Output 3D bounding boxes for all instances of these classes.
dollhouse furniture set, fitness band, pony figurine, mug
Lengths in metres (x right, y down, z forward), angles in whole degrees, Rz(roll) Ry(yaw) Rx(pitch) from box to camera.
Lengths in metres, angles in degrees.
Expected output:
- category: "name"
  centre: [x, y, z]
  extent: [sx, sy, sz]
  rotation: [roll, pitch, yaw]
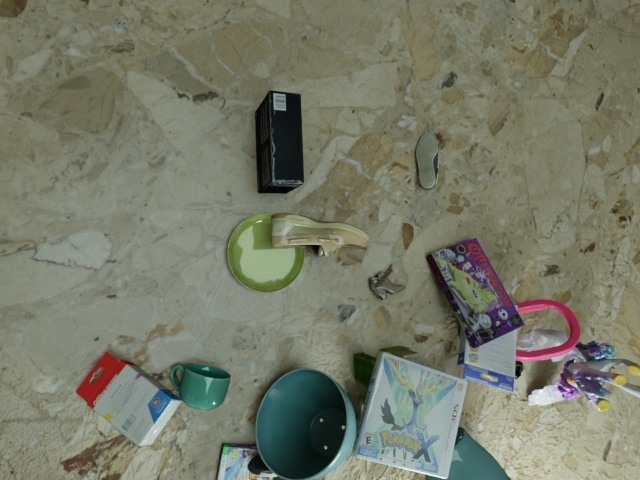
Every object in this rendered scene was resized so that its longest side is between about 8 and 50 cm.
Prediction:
- category: "dollhouse furniture set"
  centre: [0.231, 0.508, 1.427]
  extent: [0.198, 0.151, 0.301]
  rotation: [-3, 88, -21]
- category: "fitness band"
  centre: [0.773, 0.324, 1.612]
  extent: [0.291, 0.054, 0.208]
  rotation: [-14, 57, 7]
- category: "pony figurine"
  centre: [0.948, 0.482, 1.632]
  extent: [0.351, 0.363, 0.302]
  rotation: [-8, 97, -5]
- category: "mug"
  centre: [-0.333, 0.407, 1.245]
  extent: [0.130, 0.158, 0.097]
  rotation: [20, 82, -44]

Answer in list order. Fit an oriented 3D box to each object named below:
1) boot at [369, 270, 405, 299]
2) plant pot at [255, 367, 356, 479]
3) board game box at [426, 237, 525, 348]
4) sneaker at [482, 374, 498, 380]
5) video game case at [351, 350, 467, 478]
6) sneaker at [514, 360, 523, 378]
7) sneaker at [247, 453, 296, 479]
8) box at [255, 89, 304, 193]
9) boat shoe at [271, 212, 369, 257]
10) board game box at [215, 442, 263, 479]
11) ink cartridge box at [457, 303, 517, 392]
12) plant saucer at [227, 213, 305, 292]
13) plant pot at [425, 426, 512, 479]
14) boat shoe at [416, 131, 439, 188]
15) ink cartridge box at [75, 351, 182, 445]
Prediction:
- category: "boot"
  centre: [0.223, 0.144, 1.507]
  extent: [0.119, 0.042, 0.086]
  rotation: [-23, 87, -27]
- category: "plant pot"
  centre: [-0.013, 0.539, 1.294]
  extent: [0.290, 0.290, 0.195]
  rotation: [-61, 141, -13]
- category: "board game box"
  centre: [0.536, 0.174, 1.554]
  extent: [0.208, 0.056, 0.346]
  rotation: [-16, 71, -25]
- category: "sneaker"
  centre: [0.595, 0.407, 1.600]
  extent: [0.088, 0.093, 0.225]
  rotation: [-40, 97, -18]
- category: "video game case"
  centre: [0.276, 0.522, 1.333]
  extent: [0.329, 0.036, 0.299]
  rotation: [22, 75, -19]
- category: "sneaker"
  centre: [0.709, 0.432, 1.647]
  extent: [0.058, 0.085, 0.152]
  rotation: [6, 84, -20]
- category: "sneaker"
  centre: [-0.115, 0.684, 1.301]
  extent: [0.235, 0.084, 0.097]
  rotation: [21, 92, -38]
- category: "box"
  centre: [-0.125, -0.281, 1.323]
  extent: [0.103, 0.184, 0.261]
  rotation: [-1, 87, -23]
- category: "boat shoe"
  centre: [0.000, 0.000, 1.369]
  extent: [0.341, 0.122, 0.110]
  rotation: [10, 76, -29]
- category: "board game box"
  centre: [-0.237, 0.701, 1.302]
  extent: [0.136, 0.035, 0.201]
  rotation: [11, 83, -20]
- category: "ink cartridge box"
  centre: [0.578, 0.349, 1.544]
  extent: [0.186, 0.065, 0.310]
  rotation: [17, 62, -4]
- category: "plant saucer"
  centre: [-0.166, 0.039, 1.366]
  extent: [0.241, 0.037, 0.240]
  rotation: [1, 87, -22]
- category: "plant pot"
  centre: [0.461, 0.770, 1.452]
  extent: [0.272, 0.271, 0.255]
  rotation: [-30, 83, -20]
- category: "boat shoe"
  centre: [0.385, -0.280, 1.592]
  extent: [0.065, 0.075, 0.205]
  rotation: [21, 69, -62]
- category: "ink cartridge box"
  centre: [-0.500, 0.409, 1.168]
  extent: [0.231, 0.078, 0.134]
  rotation: [31, 75, 15]
